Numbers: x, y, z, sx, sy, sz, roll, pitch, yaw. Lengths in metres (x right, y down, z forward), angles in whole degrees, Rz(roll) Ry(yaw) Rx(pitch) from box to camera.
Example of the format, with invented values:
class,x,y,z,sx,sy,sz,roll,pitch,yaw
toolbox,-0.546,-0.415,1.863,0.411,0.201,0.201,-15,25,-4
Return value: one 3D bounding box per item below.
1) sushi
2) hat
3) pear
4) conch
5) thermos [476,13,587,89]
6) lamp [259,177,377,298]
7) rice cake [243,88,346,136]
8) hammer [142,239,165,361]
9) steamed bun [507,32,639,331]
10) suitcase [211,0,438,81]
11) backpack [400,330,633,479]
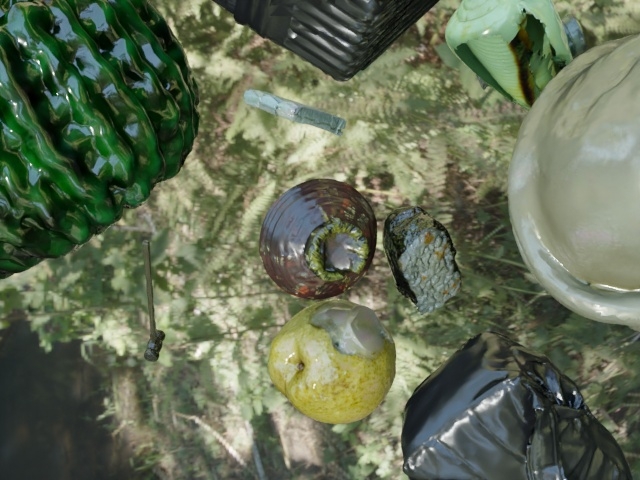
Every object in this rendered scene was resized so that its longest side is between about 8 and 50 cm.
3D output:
class,x,y,z,sx,sy,sz,roll,pitch,yaw
sushi,0.210,0.039,1.547,0.136,0.225,0.126,-31,34,-12
hat,-0.258,-0.139,0.475,0.274,0.242,0.332,-20,116,24
pear,0.022,0.250,1.531,0.271,0.271,0.271,-2,87,34
conch,0.278,-0.246,1.005,0.250,0.137,0.143,46,143,-18
thermos,0.371,-0.322,1.325,0.188,0.073,0.083,-26,43,12
lamp,0.000,0.000,1.436,0.247,0.247,0.247,-2,87,34
rice cake,-0.045,-0.240,1.394,0.124,0.211,0.038,22,99,21
hammer,-0.284,0.099,1.247,0.292,0.029,0.058,99,177,-46
steamed bun,0.340,-0.055,0.797,0.255,0.368,0.342,-4,85,40
suitcase,0.068,-0.279,0.456,0.152,0.335,0.229,37,146,8
backpack,0.381,0.408,1.402,0.446,0.255,0.363,36,109,-15
